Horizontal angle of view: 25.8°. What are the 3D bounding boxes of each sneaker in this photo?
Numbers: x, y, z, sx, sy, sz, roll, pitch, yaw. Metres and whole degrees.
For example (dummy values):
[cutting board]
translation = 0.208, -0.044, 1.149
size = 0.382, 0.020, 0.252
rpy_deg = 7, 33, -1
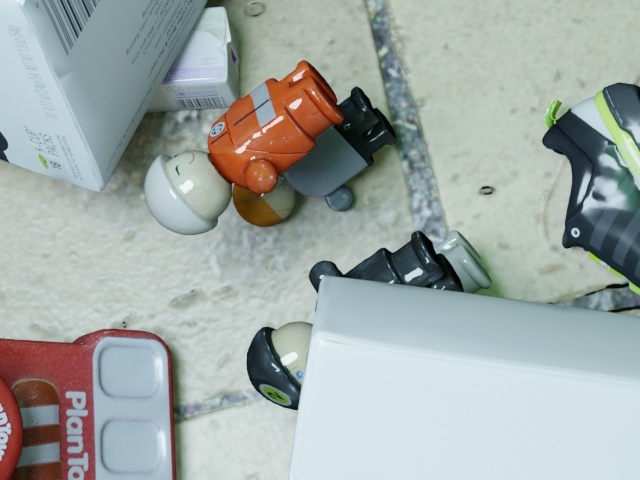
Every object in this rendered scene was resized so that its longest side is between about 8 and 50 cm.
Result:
[sneaker]
translation = 0.229, -0.001, 1.016
size = 0.097, 0.084, 0.234
rpy_deg = -25, 73, 24

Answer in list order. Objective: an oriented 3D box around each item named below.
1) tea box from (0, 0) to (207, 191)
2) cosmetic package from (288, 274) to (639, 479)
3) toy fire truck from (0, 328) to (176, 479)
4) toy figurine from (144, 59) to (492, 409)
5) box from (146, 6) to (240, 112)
[tea box]
translation = -0.244, -0.261, 0.988
size = 0.324, 0.220, 0.329
rpy_deg = 17, 64, 16
[cosmetic package]
translation = 0.171, 0.158, 0.793
size = 0.385, 0.156, 0.217
rpy_deg = 10, 102, 2
[toy fire truck]
translation = -0.202, 0.204, 0.932
size = 0.254, 0.169, 0.302
rpy_deg = 5, 72, -35
[toy figurine]
translation = 0.000, 0.000, 0.959
size = 0.148, 0.209, 0.213
rpy_deg = -36, 82, 13
[box]
translation = -0.225, -0.131, 1.082
size = 0.324, 0.067, 0.063
rpy_deg = -4, 75, 5
